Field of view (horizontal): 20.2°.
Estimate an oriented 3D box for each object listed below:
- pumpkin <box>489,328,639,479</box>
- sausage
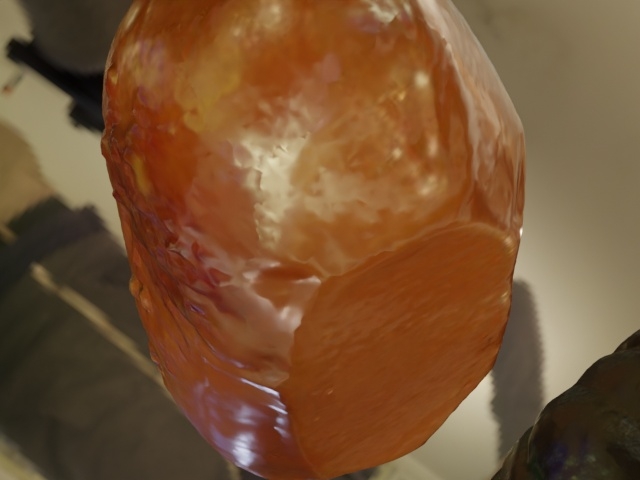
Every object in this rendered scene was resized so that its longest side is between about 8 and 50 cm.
[{"bbox_3d":[0.255,0.202,1.138,0.363,0.266,0.363,-33,151,-21],"label":"pumpkin"},{"bbox_3d":[0.000,0.000,0.390,0.089,0.089,0.179,-53,159,-20],"label":"sausage"}]
